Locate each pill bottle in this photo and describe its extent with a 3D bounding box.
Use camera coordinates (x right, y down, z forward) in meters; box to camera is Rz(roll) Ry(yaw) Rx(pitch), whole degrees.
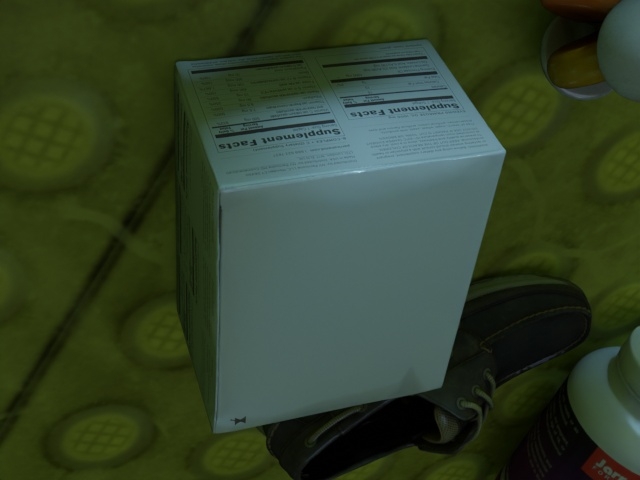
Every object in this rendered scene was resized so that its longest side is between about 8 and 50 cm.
[{"bbox_3d":[0.332,0.250,1.152,0.181,0.181,0.323,2,132,-26],"label":"pill bottle"}]

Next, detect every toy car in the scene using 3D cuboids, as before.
[{"bbox_3d":[0.246,-0.179,0.732,0.182,0.159,0.136,-16,101,-9],"label":"toy car"}]

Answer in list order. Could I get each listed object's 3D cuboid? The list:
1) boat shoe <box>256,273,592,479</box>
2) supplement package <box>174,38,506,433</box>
[{"bbox_3d":[0.113,0.150,0.990,0.355,0.130,0.132,-22,138,-2],"label":"boat shoe"},{"bbox_3d":[0.000,0.000,0.779,0.204,0.145,0.262,-9,136,-16],"label":"supplement package"}]
